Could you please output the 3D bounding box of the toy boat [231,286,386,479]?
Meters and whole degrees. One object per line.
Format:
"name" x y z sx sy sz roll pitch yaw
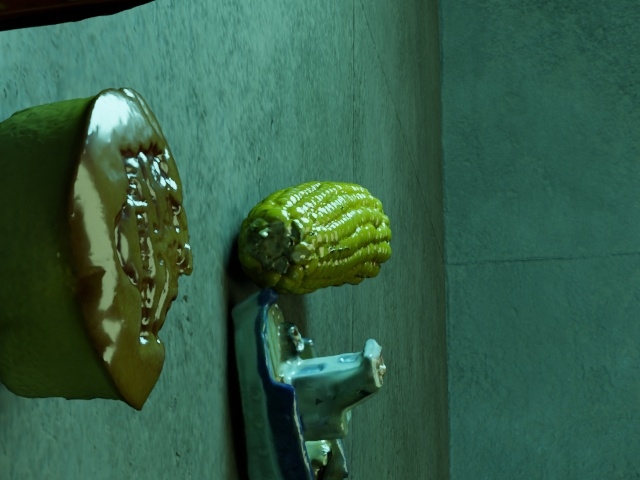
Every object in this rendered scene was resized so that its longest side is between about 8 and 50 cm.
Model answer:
"toy boat" 0.000 0.159 1.101 0.114 0.115 0.262 -62 147 -69

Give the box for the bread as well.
"bread" -0.113 -0.007 0.654 0.156 0.086 0.125 -83 163 -49

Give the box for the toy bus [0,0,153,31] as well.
"toy bus" -0.119 -0.239 0.594 0.147 0.127 0.302 53 34 -65

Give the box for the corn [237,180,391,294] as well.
"corn" 0.000 -0.005 1.204 0.313 0.102 0.102 -2 88 -79
